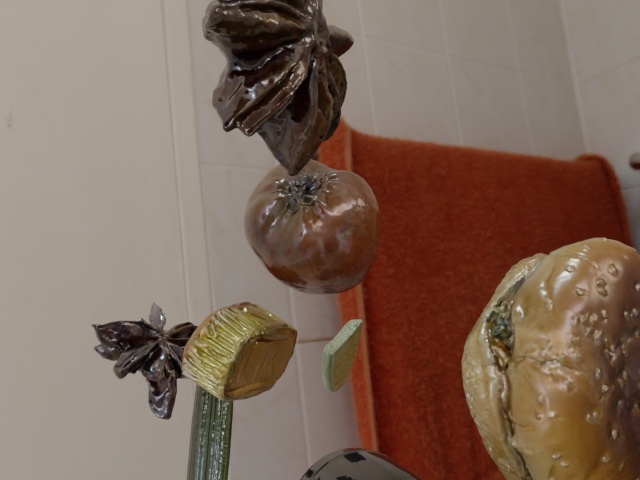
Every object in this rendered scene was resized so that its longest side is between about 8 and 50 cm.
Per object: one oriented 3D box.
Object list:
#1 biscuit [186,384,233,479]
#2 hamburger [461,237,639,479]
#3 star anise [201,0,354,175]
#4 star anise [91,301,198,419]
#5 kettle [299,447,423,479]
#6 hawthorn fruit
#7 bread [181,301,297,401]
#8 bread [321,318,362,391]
[{"bbox_3d":[-0.221,0.397,1.426,0.099,0.322,0.038,-10,-24,30],"label":"biscuit"},{"bbox_3d":[0.245,0.141,0.669,0.243,0.285,0.146,3,-7,-40],"label":"hamburger"},{"bbox_3d":[-0.044,-0.235,0.828,0.108,0.315,0.315,-9,-10,26],"label":"star anise"},{"bbox_3d":[-0.314,0.210,1.370,0.129,0.212,0.283,-58,-7,25],"label":"star anise"},{"bbox_3d":[0.097,0.434,1.005,0.208,0.250,0.271,2,-7,-24],"label":"kettle"},{"bbox_3d":[0.000,0.000,1.053,0.200,0.199,0.251,-8,-35,11],"label":"hawthorn fruit"},{"bbox_3d":[-0.124,0.165,1.103,0.114,0.132,0.190,30,9,19],"label":"bread"},{"bbox_3d":[0.034,0.228,1.379,0.036,0.112,0.193,12,17,18],"label":"bread"}]
